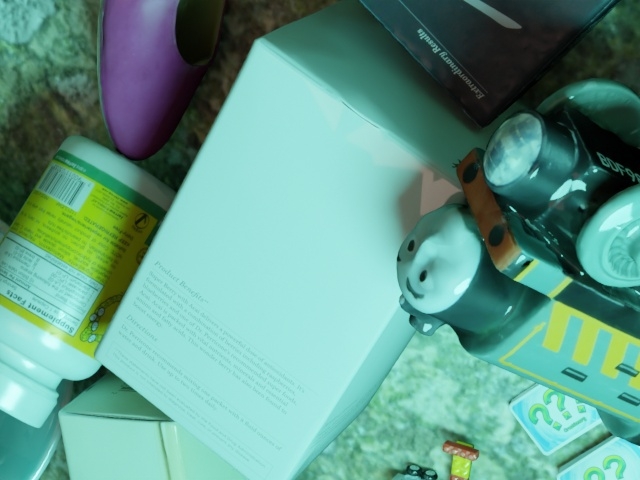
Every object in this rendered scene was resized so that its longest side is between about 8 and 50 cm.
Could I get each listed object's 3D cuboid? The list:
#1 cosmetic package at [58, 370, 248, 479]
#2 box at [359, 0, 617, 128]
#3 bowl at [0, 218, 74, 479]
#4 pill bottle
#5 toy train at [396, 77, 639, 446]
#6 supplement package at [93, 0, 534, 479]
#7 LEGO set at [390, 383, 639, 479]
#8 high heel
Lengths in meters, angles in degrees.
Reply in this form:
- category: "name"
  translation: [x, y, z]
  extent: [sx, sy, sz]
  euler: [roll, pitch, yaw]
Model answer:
- category: "cosmetic package"
  translation: [-0.106, 0.251, 1.336]
  extent: [0.113, 0.160, 0.309]
  euler: [1, 111, 26]
- category: "box"
  translation: [0.135, -0.202, 1.068]
  extent: [0.153, 0.108, 0.207]
  euler: [47, 123, 2]
- category: "bowl"
  translation: [-0.373, 0.098, 1.360]
  extent: [0.163, 0.311, 0.311]
  euler: [16, 127, 70]
- category: "pill bottle"
  translation: [-0.199, 0.034, 1.266]
  extent: [0.117, 0.117, 0.208]
  euler: [29, 83, 13]
- category: "toy train"
  translation: [0.203, 0.032, 1.034]
  extent: [0.334, 0.142, 0.190]
  euler: [23, 121, -35]
- category: "supplement package"
  translation: [0.000, 0.000, 1.174]
  extent: [0.177, 0.175, 0.293]
  euler: [37, 121, 10]
- category: "LEGO set"
  translation: [0.156, 0.225, 1.257]
  extent: [0.244, 0.060, 0.182]
  euler: [-38, 87, 33]
- category: "high heel"
  translation: [-0.044, -0.201, 1.154]
  extent: [0.181, 0.127, 0.377]
  euler: [22, 122, 10]
